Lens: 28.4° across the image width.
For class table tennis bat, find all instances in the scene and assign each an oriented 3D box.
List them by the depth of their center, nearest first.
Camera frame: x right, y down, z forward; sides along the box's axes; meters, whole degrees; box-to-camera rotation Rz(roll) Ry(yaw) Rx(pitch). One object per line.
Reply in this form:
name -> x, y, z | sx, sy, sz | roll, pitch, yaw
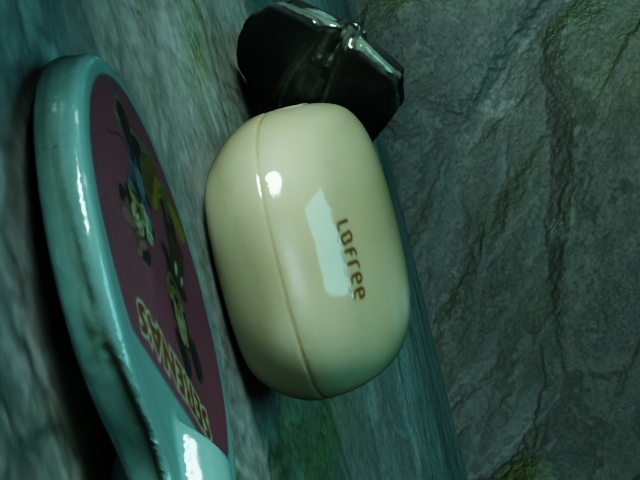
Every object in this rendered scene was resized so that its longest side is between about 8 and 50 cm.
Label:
table tennis bat -> -0.048, 0.050, 0.372 | 0.153, 0.040, 0.244 | 69, 5, -52

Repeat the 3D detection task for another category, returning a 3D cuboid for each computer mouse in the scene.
computer mouse -> 0.000, 0.000, 0.661 | 0.236, 0.082, 0.145 | -42, 118, -81
computer mouse -> -0.003, -0.098, 0.783 | 0.106, 0.062, 0.192 | 33, -3, -1
